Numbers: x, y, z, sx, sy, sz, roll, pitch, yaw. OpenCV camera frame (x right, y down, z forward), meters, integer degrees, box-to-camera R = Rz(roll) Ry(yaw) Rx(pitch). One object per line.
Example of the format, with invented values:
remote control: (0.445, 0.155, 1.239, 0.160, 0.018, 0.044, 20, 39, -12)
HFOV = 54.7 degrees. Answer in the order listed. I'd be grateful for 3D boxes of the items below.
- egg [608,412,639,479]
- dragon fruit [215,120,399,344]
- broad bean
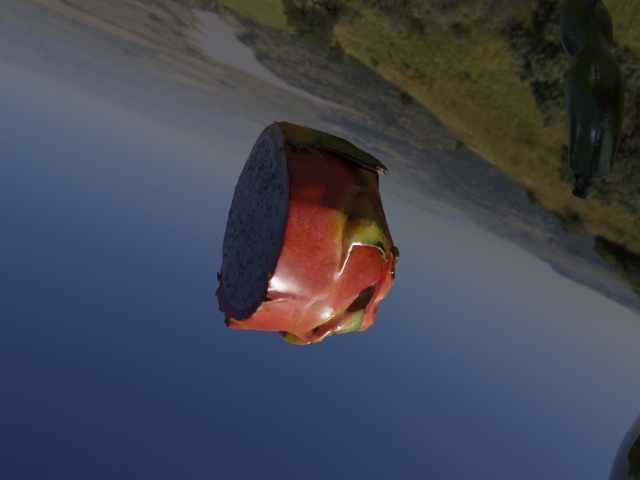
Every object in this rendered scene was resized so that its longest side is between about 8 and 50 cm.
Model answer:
egg: (0.290, 0.181, 0.331, 0.295, 0.218, 0.218, 36, 180, -28)
dragon fruit: (0.000, 0.000, 0.864, 0.226, 0.305, 0.305, 13, -170, -22)
broad bean: (0.235, -0.142, 0.533, 0.048, 0.213, 0.070, -3, -172, 7)
